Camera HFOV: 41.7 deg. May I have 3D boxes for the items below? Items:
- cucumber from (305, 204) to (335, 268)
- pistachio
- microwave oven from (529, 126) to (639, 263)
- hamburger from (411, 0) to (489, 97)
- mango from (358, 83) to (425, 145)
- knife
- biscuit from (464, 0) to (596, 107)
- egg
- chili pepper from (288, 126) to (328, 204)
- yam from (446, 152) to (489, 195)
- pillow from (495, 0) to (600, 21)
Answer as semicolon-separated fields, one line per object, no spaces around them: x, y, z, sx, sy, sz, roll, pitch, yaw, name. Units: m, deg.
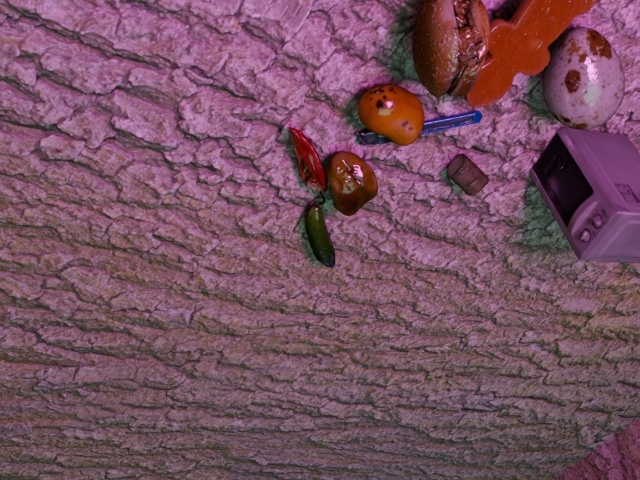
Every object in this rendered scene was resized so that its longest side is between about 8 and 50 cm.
0.000;0.000;2.058;0.056;0.056;0.250;-18;138;0;cucumber
0.076;-0.122;1.909;0.110;0.100;0.189;-13;139;0;pistachio
0.669;-0.101;1.999;0.238;0.295;0.181;4;135;-24;microwave oven
0.241;-0.372;1.619;0.122;0.189;0.215;-1;153;-10;hamburger
0.157;-0.267;1.777;0.178;0.090;0.115;23;124;-37;mango
0.221;-0.251;1.872;0.297;0.026;0.044;-12;128;-6;knife
0.394;-0.400;1.663;0.206;0.049;0.324;11;123;-42;biscuit
0.557;-0.343;1.782;0.169;0.169;0.231;-18;129;0;egg
-0.023;-0.167;1.866;0.050;0.059;0.268;-50;143;-22;chili pepper
0.354;-0.151;2.003;0.070;0.069;0.146;-35;136;19;yam
0.460;-0.473;1.694;0.204;0.038;0.113;-28;136;11;pillow
